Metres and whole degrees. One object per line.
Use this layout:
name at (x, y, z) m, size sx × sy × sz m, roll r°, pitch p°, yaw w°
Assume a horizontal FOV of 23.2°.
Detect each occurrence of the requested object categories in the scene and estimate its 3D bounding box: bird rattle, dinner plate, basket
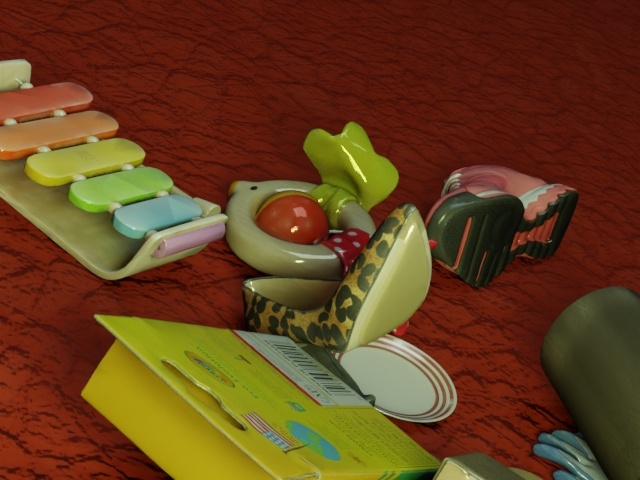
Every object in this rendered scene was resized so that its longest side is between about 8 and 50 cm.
bird rattle at (0.000, 0.000, 1.651) m, size 0.206 × 0.143 × 0.253 m, roll 1°, pitch 42°, yaw -11°
dinner plate at (0.067, 0.136, 1.534) m, size 0.141 × 0.017 × 0.141 m, roll 20°, pitch 27°, yaw -11°
basket at (0.327, 0.161, 1.522) m, size 0.204 × 0.154 × 0.227 m, roll 3°, pitch 33°, yaw -30°

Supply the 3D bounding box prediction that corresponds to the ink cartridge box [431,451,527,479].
ink cartridge box at (0.191, 0.268, 1.252) m, size 0.234 × 0.088 × 0.193 m, roll 33°, pitch 3°, yaw 16°

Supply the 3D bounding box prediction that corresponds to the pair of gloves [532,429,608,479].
pair of gloves at (0.306, 0.224, 1.573) m, size 0.159 × 0.023 × 0.198 m, roll 36°, pitch 30°, yaw 17°

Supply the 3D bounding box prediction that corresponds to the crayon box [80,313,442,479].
crayon box at (-0.049, 0.152, 1.232) m, size 0.202 × 0.081 × 0.318 m, roll 38°, pitch 9°, yaw 25°

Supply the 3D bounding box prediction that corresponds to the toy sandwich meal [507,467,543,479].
toy sandwich meal at (0.186, 0.243, 1.434) m, size 0.085 × 0.029 × 0.085 m, roll 17°, pitch 25°, yaw -8°

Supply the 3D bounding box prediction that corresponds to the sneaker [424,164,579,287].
sneaker at (0.183, -0.029, 1.853) m, size 0.136 × 0.116 × 0.314 m, roll 28°, pitch 19°, yaw 28°

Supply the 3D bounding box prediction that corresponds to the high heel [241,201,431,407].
high heel at (0.002, 0.028, 1.414) m, size 0.093 × 0.261 × 0.186 m, roll -19°, pitch 52°, yaw -37°

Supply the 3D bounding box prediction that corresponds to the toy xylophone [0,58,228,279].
toy xylophone at (-0.231, -0.074, 1.586) m, size 0.322 × 0.081 × 0.236 m, roll 33°, pitch 28°, yaw 14°
